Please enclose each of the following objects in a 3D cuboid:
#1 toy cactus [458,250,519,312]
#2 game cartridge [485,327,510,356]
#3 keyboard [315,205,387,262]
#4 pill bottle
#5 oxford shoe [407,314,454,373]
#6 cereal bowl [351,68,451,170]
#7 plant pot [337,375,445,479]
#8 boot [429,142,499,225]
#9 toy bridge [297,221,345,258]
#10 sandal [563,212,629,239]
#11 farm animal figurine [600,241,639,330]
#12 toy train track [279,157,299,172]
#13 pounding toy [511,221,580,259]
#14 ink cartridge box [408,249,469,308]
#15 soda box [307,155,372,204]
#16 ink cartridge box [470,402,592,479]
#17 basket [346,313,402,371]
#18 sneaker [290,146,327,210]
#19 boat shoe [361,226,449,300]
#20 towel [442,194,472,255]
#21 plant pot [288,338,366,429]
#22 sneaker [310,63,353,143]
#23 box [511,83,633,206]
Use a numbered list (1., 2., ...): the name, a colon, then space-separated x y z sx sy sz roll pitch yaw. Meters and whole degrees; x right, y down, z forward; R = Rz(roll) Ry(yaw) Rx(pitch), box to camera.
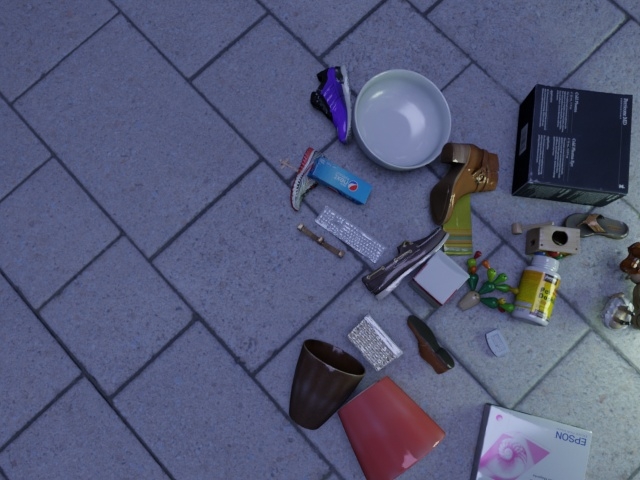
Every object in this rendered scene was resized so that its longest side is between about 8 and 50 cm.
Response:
1. toy cactus: 0.532 0.161 1.764 0.180 0.112 0.219 -41 79 17
2. game cartridge: 0.579 0.337 1.765 0.056 0.017 0.083 -23 80 -6
3. keyboard: 0.104 -0.022 1.843 0.256 0.014 0.072 35 83 7
4. pill bottle: 0.702 0.161 1.739 0.117 0.117 0.215 18 82 5
5. oxford shoe: 0.340 0.341 1.749 0.076 0.076 0.212 -47 67 34
6. cereal bowl: 0.261 -0.394 1.822 0.339 0.141 0.339 1 85 -10
7. plant pot: 0.198 0.567 1.630 0.275 0.275 0.243 -35 71 -4
8. boot: 0.489 -0.181 1.807 0.220 0.109 0.283 6 91 -29
9. toy bridge: 0.000 0.000 1.817 0.188 0.063 0.026 34 83 6
10. sandal: 0.924 -0.051 1.788 0.219 0.060 0.090 10 66 3
11. farm animal figurine: 1.074 0.152 1.715 0.330 0.172 0.327 14 93 -4
12. toy train track: -0.110 -0.264 1.891 0.083 0.014 0.048 32 83 6
13. pounding toy: 0.717 0.002 1.733 0.206 0.181 0.094 7 81 3
14. ink cartridge box: 0.375 0.128 1.727 0.127 0.176 0.128 42 83 10
15. soda box: 0.065 -0.200 1.810 0.210 0.067 0.071 28 83 -16
16. ink cartridge box: 0.648 0.713 1.673 0.324 0.071 0.330 13 80 4
17. basket: 0.170 0.331 1.731 0.103 0.113 0.167 -41 81 -3
18. sneaker: -0.042 -0.205 1.843 0.092 0.088 0.225 22 85 -3
19. boat shoe: 0.281 0.060 1.774 0.324 0.116 0.097 -41 85 1
20. towel: 0.465 -0.066 1.837 0.102 0.021 0.237 1 79 -3
21. plant pot: -0.003 0.464 1.681 0.215 0.215 0.230 26 96 6
22. sneaker: 0.039 -0.470 1.885 0.146 0.102 0.293 -6 76 6
23. box: 0.829 -0.310 1.785 0.312 0.179 0.343 8 81 4
